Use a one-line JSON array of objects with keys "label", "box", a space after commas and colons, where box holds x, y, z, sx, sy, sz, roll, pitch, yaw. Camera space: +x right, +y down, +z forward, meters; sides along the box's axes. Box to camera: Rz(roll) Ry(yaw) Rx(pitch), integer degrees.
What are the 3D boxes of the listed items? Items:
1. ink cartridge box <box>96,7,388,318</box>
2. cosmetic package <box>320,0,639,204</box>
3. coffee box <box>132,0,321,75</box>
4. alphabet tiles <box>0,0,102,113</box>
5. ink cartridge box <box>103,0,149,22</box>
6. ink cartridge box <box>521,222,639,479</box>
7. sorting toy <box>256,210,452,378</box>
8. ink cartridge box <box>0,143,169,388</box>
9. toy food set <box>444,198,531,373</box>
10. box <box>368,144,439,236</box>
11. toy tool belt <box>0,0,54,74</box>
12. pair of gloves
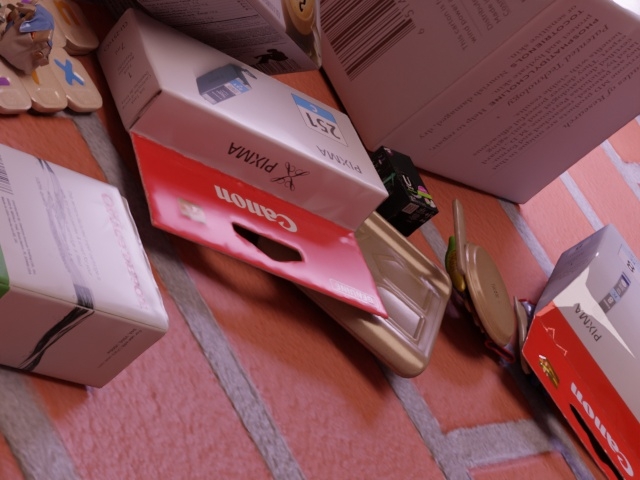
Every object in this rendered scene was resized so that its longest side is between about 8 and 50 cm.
[{"label": "ink cartridge box", "box": [-0.058, -0.074, 1.689, 0.296, 0.066, 0.261, 23, 29, -37]}, {"label": "cosmetic package", "box": [0.212, -0.293, 2.221, 0.394, 0.327, 0.329, 14, 42, -55]}, {"label": "coffee box", "box": [-0.099, -0.289, 1.763, 0.297, 0.119, 0.168, 37, 50, -68]}, {"label": "alphabet tiles", "box": [-0.313, -0.227, 1.584, 0.278, 0.021, 0.284, 58, 25, 10]}, {"label": "ink cartridge box", "box": [-0.221, -0.393, 1.798, 0.275, 0.060, 0.239, 59, 26, -30]}, {"label": "ink cartridge box", "box": [0.382, 0.171, 2.103, 0.308, 0.091, 0.385, 55, 21, -5]}, {"label": "sorting toy", "box": [0.000, 0.000, 1.790, 0.307, 0.041, 0.229, 41, 24, -4]}, {"label": "ink cartridge box", "box": [-0.229, 0.012, 1.304, 0.208, 0.087, 0.153, 21, 36, -46]}, {"label": "toy food set", "box": [0.177, 0.059, 1.947, 0.192, 0.039, 0.132, 55, 23, -35]}, {"label": "box", "box": [0.084, -0.056, 1.992, 0.062, 0.052, 0.083, 19, 37, -52]}, {"label": "toy tool belt", "box": [-0.253, -0.189, 1.549, 0.052, 0.051, 0.083, 36, 29, -33]}, {"label": "pair of gloves", "box": [0.223, 0.102, 2.044, 0.198, 0.023, 0.159, 34, 28, -31]}]
